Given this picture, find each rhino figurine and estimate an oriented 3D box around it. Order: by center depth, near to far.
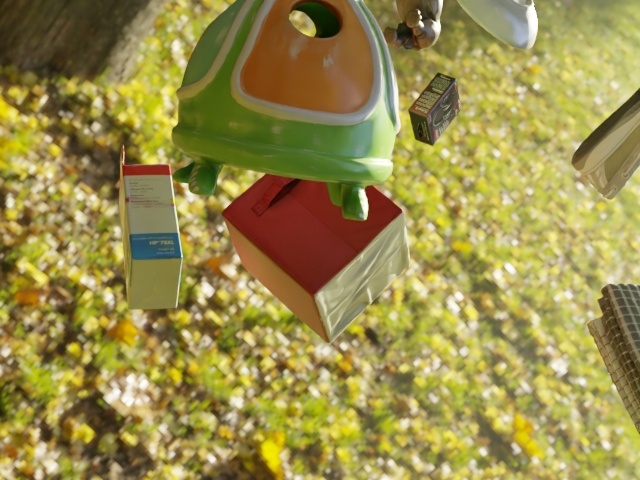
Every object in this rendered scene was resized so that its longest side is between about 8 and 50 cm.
[{"bbox_3d":[0.155,-0.412,1.758,0.106,0.073,0.243,12,84,-60],"label":"rhino figurine"}]

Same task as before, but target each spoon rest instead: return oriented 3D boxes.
[{"bbox_3d":[0.249,-0.341,1.559,0.137,0.084,0.276,36,37,-7],"label":"spoon rest"}]

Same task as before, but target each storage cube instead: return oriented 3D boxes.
[{"bbox_3d":[0.000,0.000,1.651,0.193,0.183,0.215,41,-15,24],"label":"storage cube"}]

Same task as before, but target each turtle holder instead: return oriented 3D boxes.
[{"bbox_3d":[-0.023,-0.155,1.216,0.243,0.228,0.320,10,7,15],"label":"turtle holder"}]

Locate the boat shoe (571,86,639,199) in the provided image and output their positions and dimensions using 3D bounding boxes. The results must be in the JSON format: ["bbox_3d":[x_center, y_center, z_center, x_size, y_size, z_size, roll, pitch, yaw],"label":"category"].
[{"bbox_3d":[0.567,-0.206,1.879,0.103,0.320,0.118,45,11,-7],"label":"boat shoe"}]

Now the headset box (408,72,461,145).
[{"bbox_3d":[0.152,-0.173,1.513,0.032,0.062,0.083,24,63,29],"label":"headset box"}]

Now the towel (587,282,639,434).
[{"bbox_3d":[0.576,0.173,1.764,0.235,0.121,0.284,-12,46,-3],"label":"towel"}]

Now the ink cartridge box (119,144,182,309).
[{"bbox_3d":[-0.266,-0.024,1.744,0.078,0.134,0.231,-2,53,-14],"label":"ink cartridge box"}]
